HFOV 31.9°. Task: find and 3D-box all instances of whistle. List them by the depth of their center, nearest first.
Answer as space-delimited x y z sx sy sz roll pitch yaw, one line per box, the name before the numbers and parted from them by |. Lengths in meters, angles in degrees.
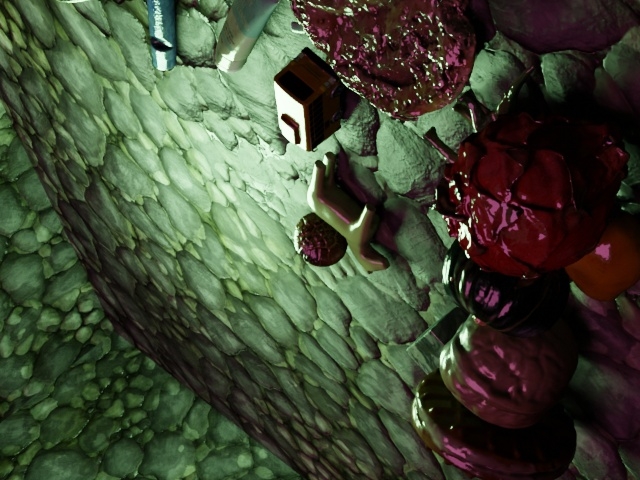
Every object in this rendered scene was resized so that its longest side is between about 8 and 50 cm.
whistle | -0.340 -0.478 2.393 0.062 0.062 0.304 42 155 17

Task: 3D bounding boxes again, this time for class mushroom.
mushroom | 0.001 -0.004 2.450 0.126 0.109 0.085 28 147 8

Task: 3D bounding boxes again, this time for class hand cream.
hand cream | -0.140 -0.418 2.124 0.111 0.070 0.312 68 158 15

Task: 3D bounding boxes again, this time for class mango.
mango | 0.442 0.028 1.757 0.136 0.099 0.227 33 160 20

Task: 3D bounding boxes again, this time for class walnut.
walnut | 0.345 0.217 2.029 0.248 0.248 0.248 39 154 23

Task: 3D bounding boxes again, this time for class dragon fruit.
dragon fruit | 0.311 -0.071 1.621 0.299 0.244 0.244 -33 98 32

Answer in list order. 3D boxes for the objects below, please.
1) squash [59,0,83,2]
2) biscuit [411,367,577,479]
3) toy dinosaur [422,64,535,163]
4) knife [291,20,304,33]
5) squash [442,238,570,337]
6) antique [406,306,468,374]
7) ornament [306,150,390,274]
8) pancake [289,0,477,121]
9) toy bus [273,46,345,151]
squash | -0.389 -0.578 2.024 0.234 0.309 0.210 42 155 17
biscuit | 0.331 0.352 2.159 0.332 0.332 0.103 33 119 32
toy dinosaur | 0.310 -0.106 1.798 0.301 0.087 0.447 48 160 0
knife | 0.015 -0.382 1.926 0.210 0.015 0.028 -3 118 52
squash | 0.308 0.065 1.864 0.218 0.218 0.172 33 110 33
antique | 0.257 0.218 2.352 0.088 0.086 0.183 48 156 5
ornament | 0.065 -0.041 2.333 0.230 0.061 0.245 41 153 15
pancake | 0.099 -0.364 1.769 0.382 0.071 0.382 33 143 29
toy bus | -0.023 -0.255 2.095 0.098 0.114 0.201 43 164 17
